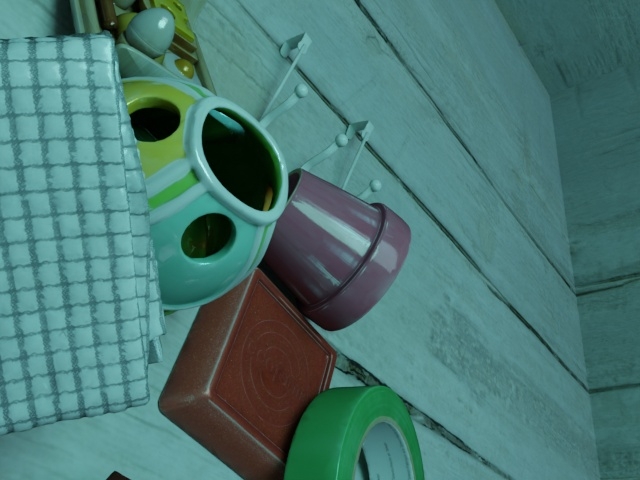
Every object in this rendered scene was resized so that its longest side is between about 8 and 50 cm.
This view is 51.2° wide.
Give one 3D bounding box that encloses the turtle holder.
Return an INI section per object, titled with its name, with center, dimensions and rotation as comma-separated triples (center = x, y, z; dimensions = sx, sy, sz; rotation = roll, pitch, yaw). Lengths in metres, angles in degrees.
[turtle holder]
center = -0.179, -0.072, 0.682
dimensions = 0.320, 0.227, 0.243
rotation = 56, 36, -23

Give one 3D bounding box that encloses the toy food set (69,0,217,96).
[toy food set]
center = -0.191, -0.271, 0.829
dimensions = 0.219, 0.092, 0.306
rotation = 26, 35, -49

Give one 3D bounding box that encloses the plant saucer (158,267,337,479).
[plant saucer]
center = -0.069, 0.178, 0.891
dimensions = 0.258, 0.047, 0.259
rotation = 50, 37, -30

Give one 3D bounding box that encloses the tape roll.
[tape roll]
center = 0.058, 0.362, 0.910
dimensions = 0.321, 0.077, 0.322
rotation = 28, 58, -58

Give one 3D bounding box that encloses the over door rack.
[over door rack]
center = 0.007, -0.183, 1.130
dimensions = 0.239, 0.108, 0.324
rotation = 48, 39, -33

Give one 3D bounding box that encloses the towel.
[towel]
center = -0.245, 0.000, 0.489
dimensions = 0.234, 0.121, 0.284
rotation = -9, 110, -19

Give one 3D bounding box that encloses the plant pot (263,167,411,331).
[plant pot]
center = 0.000, 0.000, 0.966
dimensions = 0.180, 0.201, 0.201
rotation = 39, 43, -19

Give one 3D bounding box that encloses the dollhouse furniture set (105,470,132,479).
[dollhouse furniture set]
center = -0.208, 0.396, 0.519
dimensions = 0.374, 0.152, 0.201
rotation = -44, 113, -36
